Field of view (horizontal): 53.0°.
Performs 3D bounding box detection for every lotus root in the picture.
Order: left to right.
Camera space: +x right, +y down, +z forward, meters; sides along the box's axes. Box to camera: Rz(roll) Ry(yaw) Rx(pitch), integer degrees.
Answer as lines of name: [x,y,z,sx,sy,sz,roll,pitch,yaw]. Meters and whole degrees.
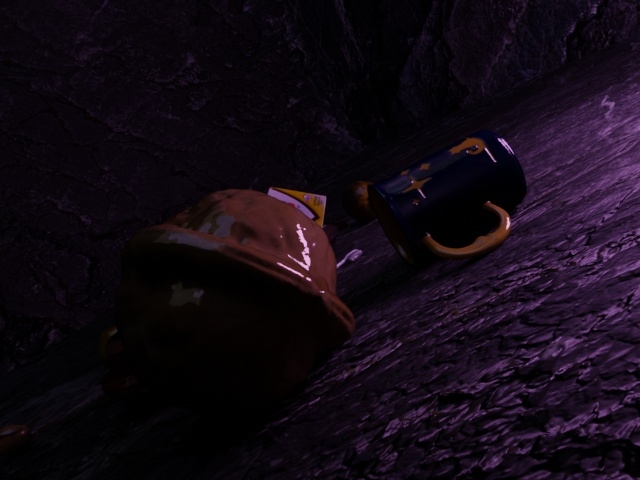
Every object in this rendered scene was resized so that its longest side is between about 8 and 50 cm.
lotus root: [0.122,-0.116,1.892,0.120,0.120,0.209,-32,12,-15]

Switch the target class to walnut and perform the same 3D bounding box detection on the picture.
walnut: [-0.138,0.098,0.997,0.384,0.383,0.383,-29,10,5]

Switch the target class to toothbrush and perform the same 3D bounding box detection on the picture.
toothbrush: [-0.008,0.096,1.474,0.286,0.020,0.025,-35,17,-28]

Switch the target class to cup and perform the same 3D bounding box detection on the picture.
cup: [0.260,-0.054,1.199,0.256,0.254,0.178,-28,-28,-4]

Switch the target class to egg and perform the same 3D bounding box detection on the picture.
egg: [-0.717,0.466,1.498,0.083,0.071,0.071,-16,7,-11]

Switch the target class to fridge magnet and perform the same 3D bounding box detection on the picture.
fridge magnet: [-0.307,0.206,1.373,0.364,0.155,0.363,-28,9,5]

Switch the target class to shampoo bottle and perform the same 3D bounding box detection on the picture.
shampoo bottle: [0.002,-0.001,1.803,0.236,0.068,0.067,-44,-25,-54]

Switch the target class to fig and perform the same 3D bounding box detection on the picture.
fig: [-0.544,0.283,1.778,0.153,0.120,0.136,-34,6,-20]

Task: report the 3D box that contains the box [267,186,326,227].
box: [-0.076,-0.030,1.671,0.169,0.097,0.265,11,31,0]
